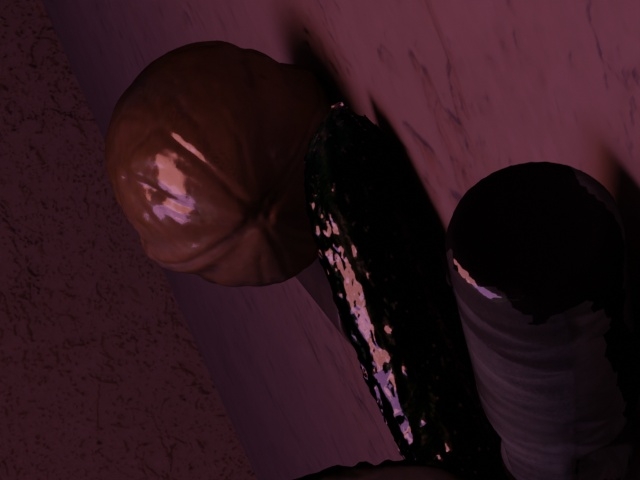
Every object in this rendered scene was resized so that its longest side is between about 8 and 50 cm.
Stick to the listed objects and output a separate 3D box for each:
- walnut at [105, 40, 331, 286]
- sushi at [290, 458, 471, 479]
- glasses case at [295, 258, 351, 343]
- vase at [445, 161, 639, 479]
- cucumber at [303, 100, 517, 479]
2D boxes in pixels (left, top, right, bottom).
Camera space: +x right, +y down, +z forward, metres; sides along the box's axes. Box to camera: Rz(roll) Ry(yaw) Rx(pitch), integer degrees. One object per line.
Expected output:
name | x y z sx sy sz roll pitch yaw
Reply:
walnut | -0.051 -0.042 0.950 0.162 0.140 0.140 11 124 67
sushi | 0.064 0.257 0.712 0.350 0.211 0.171 45 155 12
glasses case | 0.000 0.000 1.064 0.190 0.042 0.072 -131 28 -63
vase | 0.089 0.056 0.626 0.060 0.060 0.211 60 174 37
cucumber | 0.045 0.046 0.828 0.245 0.067 0.067 63 170 11
